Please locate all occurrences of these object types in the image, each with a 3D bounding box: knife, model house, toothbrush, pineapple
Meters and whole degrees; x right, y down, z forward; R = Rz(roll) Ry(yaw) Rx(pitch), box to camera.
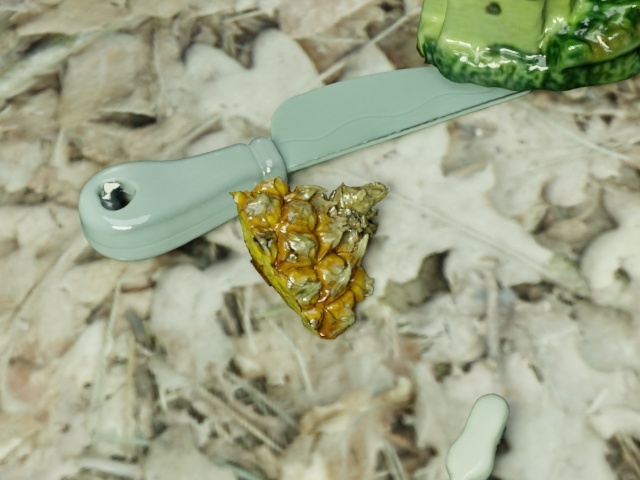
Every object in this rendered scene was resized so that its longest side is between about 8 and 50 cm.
[{"bbox_3d":[-0.010,-0.071,1.031,0.331,0.044,0.080,-23,49,-16],"label":"knife"},{"bbox_3d":[0.166,-0.233,1.022,0.195,0.189,0.214,13,54,18],"label":"model house"},{"bbox_3d":[0.027,0.247,0.803,0.040,0.040,0.386,17,60,18],"label":"toothbrush"},{"bbox_3d":[0.000,0.000,0.971,0.114,0.077,0.114,-33,92,-28],"label":"pineapple"}]
